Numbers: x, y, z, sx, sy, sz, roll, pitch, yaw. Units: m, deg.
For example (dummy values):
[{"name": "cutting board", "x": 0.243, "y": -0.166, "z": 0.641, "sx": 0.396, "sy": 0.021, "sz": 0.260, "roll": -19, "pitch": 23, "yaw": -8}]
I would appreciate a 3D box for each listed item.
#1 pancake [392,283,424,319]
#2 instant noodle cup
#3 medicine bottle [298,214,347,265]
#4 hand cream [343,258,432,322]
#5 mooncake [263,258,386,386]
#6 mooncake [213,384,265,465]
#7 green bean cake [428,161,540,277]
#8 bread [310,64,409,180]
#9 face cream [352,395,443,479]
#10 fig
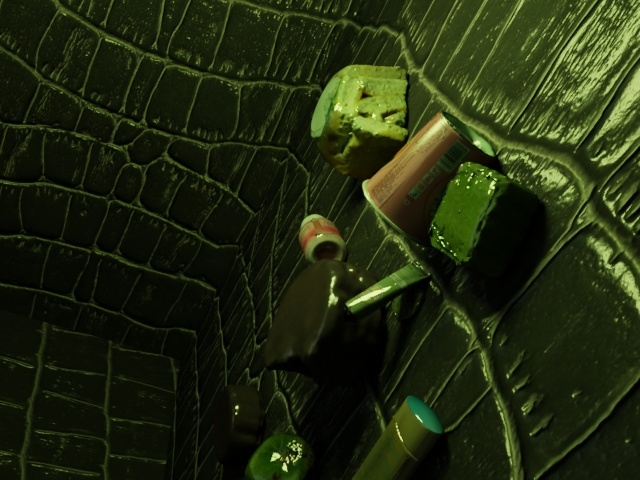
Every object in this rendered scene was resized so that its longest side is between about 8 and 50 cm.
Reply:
[{"name": "pancake", "x": 0.214, "y": 0.136, "z": 1.581, "sx": 0.116, "sy": 0.022, "sz": 0.129, "roll": -56, "pitch": 23, "yaw": 36}, {"name": "instant noodle cup", "x": 0.261, "y": -0.150, "z": 1.477, "sx": 0.255, "sy": 0.244, "sz": 0.244, "roll": -51, "pitch": 24, "yaw": 24}, {"name": "medicine bottle", "x": 0.000, "y": 0.000, "z": 2.153, "sx": 0.147, "sy": 0.147, "sz": 0.247, "roll": -64, "pitch": 18, "yaw": 16}, {"name": "hand cream", "x": 0.153, "y": 0.123, "z": 1.549, "sx": 0.235, "sy": 0.055, "sz": 0.086, "roll": -32, "pitch": 31, "yaw": -6}, {"name": "mooncake", "x": 0.019, "y": 0.227, "z": 1.738, "sx": 0.381, "sy": 0.212, "sz": 0.351, "roll": 12, "pitch": 83, "yaw": 68}, {"name": "mooncake", "x": -0.289, "y": 0.658, "z": 2.291, "sx": 0.283, "sy": 0.141, "sz": 0.283, "roll": -170, "pitch": 90, "yaw": -71}, {"name": "green bean cake", "x": 0.326, "y": -0.046, "z": 1.306, "sx": 0.200, "sy": 0.113, "sz": 0.214, "roll": -68, "pitch": 19, "yaw": 9}, {"name": "bread", "x": 0.121, "y": -0.423, "z": 2.074, "sx": 0.239, "sy": 0.264, "sz": 0.395, "roll": 128, "pitch": 154, "yaw": -53}, {"name": "face cream", "x": 0.156, "y": 0.452, "z": 1.340, "sx": 0.285, "sy": 0.067, "sz": 0.139, "roll": -63, "pitch": 20, "yaw": 23}, {"name": "fig", "x": -0.093, "y": 0.661, "z": 1.758, "sx": 0.203, "sy": 0.203, "sz": 0.235, "roll": -95, "pitch": -9, "yaw": -53}]
